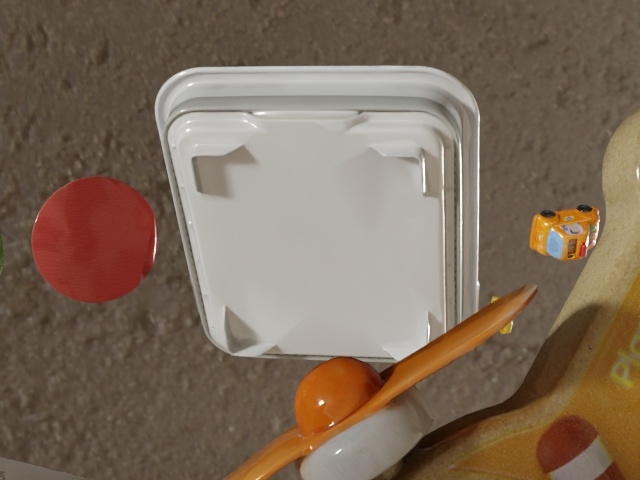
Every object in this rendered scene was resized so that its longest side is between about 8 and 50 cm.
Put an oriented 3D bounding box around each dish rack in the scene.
[{"bbox_3d":[0.000,0.000,0.992,0.285,0.072,0.333,2,131,9],"label":"dish rack"}]

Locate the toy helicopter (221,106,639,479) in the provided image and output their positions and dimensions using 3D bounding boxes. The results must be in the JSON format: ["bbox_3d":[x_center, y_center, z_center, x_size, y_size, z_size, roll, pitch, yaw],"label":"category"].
[{"bbox_3d":[0.096,0.082,0.481,0.234,0.140,0.355,29,78,-7],"label":"toy helicopter"}]

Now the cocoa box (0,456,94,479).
[{"bbox_3d":[-0.197,0.231,0.311,0.227,0.347,0.232,18,108,-17],"label":"cocoa box"}]

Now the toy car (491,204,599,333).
[{"bbox_3d":[0.185,0.029,0.875,0.060,0.041,0.122,7,121,-22],"label":"toy car"}]

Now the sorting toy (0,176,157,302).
[{"bbox_3d":[-0.347,0.001,1.044,0.365,0.126,0.127,-6,103,-19],"label":"sorting toy"}]
